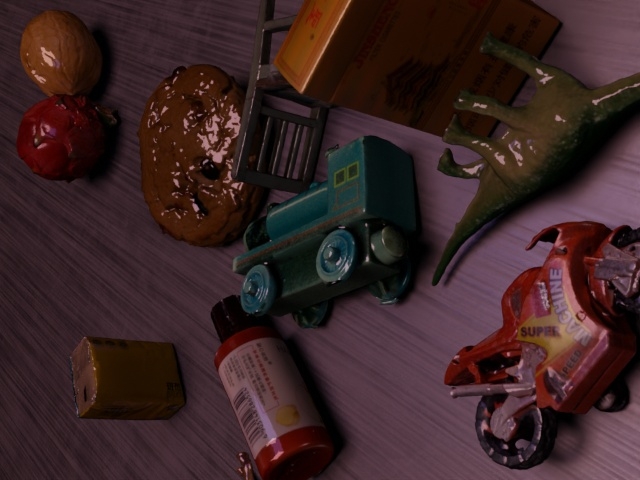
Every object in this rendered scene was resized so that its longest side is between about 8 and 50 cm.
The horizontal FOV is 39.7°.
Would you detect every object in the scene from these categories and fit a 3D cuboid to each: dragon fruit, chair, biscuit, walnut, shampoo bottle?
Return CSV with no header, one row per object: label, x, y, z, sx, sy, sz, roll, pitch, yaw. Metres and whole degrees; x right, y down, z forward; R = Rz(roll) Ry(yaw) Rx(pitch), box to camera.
dragon fruit,-0.505,-0.199,1.741,0.209,0.172,0.172,-38,55,23
chair,-0.010,-0.200,1.187,0.147,0.136,0.271,8,88,51
biscuit,-0.198,-0.132,1.401,0.296,0.075,0.296,7,101,40
walnut,-0.527,-0.375,1.809,0.159,0.159,0.207,-44,59,35
shampoo bottle,-0.081,0.194,1.224,0.104,0.104,0.278,-53,48,29

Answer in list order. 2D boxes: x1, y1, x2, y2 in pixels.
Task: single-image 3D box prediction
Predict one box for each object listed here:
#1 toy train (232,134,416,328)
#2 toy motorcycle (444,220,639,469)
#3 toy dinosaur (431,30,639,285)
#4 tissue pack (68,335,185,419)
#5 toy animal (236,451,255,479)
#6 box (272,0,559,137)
toy train,0.000,0.000,1.164,0.298,0.120,0.194,-24,58,45
toy motorcycle,0.238,0.088,0.886,0.298,0.089,0.171,-58,44,25
toy dinosaur,0.280,-0.089,0.915,0.300,0.087,0.447,21,128,11
tissue pack,-0.313,0.225,1.440,0.082,0.169,0.120,-40,54,34
toy animal,-0.084,0.412,1.231,0.149,0.054,0.276,-14,74,50
box,0.108,-0.213,0.947,0.174,0.274,0.076,-61,42,23
